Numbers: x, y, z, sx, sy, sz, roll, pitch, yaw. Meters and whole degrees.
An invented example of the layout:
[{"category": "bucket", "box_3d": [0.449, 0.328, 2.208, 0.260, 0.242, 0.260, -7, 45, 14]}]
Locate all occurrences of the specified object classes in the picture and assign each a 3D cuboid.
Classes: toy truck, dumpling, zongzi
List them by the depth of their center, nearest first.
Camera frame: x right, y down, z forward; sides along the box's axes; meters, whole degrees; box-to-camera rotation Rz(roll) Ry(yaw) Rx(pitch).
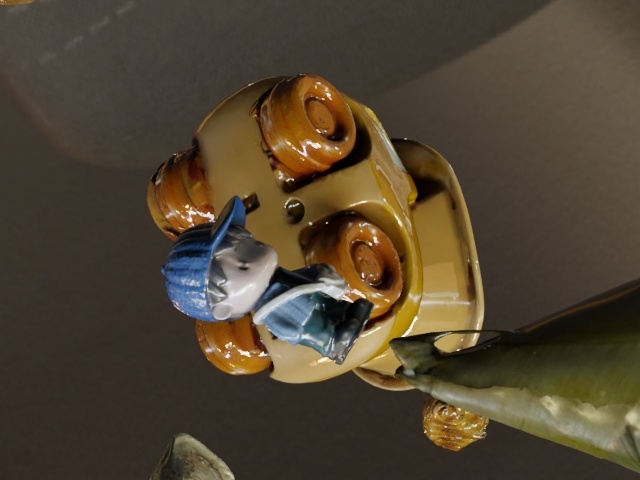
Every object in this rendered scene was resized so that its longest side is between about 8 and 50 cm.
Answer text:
[{"category": "zongzi", "box_3d": [0.213, 0.005, 0.518, 0.289, 0.123, 0.260, 19, -112, 34]}, {"category": "toy truck", "box_3d": [0.000, 0.000, 0.973, 0.204, 0.212, 0.287, -29, -107, 37]}, {"category": "dumpling", "box_3d": [-0.182, 0.399, 1.626, 0.126, 0.167, 0.215, -54, -150, 30]}]

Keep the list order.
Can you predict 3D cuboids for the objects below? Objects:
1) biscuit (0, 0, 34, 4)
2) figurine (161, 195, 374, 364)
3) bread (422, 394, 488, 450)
[{"category": "biscuit", "box_3d": [-0.137, -0.190, 0.485, 0.039, 0.179, 0.236, -9, 178, -22]}, {"category": "figurine", "box_3d": [-0.038, 0.035, 0.734, 0.136, 0.079, 0.077, 36, -142, -4]}, {"category": "bread", "box_3d": [0.212, 0.272, 1.740, 0.105, 0.233, 0.075, 3, -112, 11]}]
